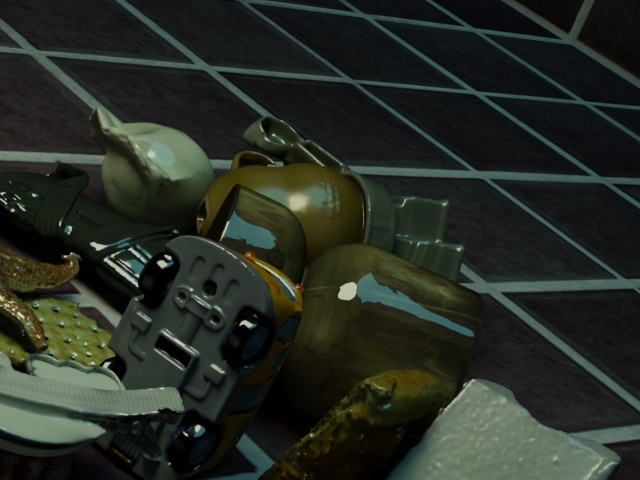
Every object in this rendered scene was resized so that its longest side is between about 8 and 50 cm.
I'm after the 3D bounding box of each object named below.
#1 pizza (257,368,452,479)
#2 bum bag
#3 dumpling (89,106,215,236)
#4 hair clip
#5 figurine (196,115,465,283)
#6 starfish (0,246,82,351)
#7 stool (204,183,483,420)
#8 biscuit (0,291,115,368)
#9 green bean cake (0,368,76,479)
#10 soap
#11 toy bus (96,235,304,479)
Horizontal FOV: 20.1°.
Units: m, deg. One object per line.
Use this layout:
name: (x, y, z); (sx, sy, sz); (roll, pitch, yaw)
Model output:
pizza: (0.032, 0.188, 1.572); (0.058, 0.197, 0.292); (58, -10, 18)
bum bag: (-0.221, -0.004, 1.875); (0.326, 0.079, 0.142); (31, 26, 16)
dumpling: (-0.195, -0.074, 1.996); (0.151, 0.124, 0.229); (36, -14, 22)
hair clip: (-0.222, 0.124, 1.454); (0.220, 0.054, 0.140); (14, 26, -20)
figurine: (0.000, -0.002, 1.971); (0.285, 0.167, 0.342); (12, 21, -29)
starfish: (-0.342, 0.000, 1.727); (0.295, 0.048, 0.231); (35, 16, 10)
stool: (0.002, 0.079, 1.739); (0.264, 0.179, 0.179); (25, 20, -8)
biscuit: (-0.277, 0.083, 1.693); (0.203, 0.016, 0.144); (11, 24, -26)
green bean cake: (-0.278, 0.152, 1.473); (0.135, 0.056, 0.135); (8, 25, -37)
soap: (0.126, 0.284, 1.579); (0.159, 0.258, 0.302); (31, -20, 17)
toy bus: (-0.101, 0.101, 1.577); (0.126, 0.209, 0.136); (33, 13, 24)
